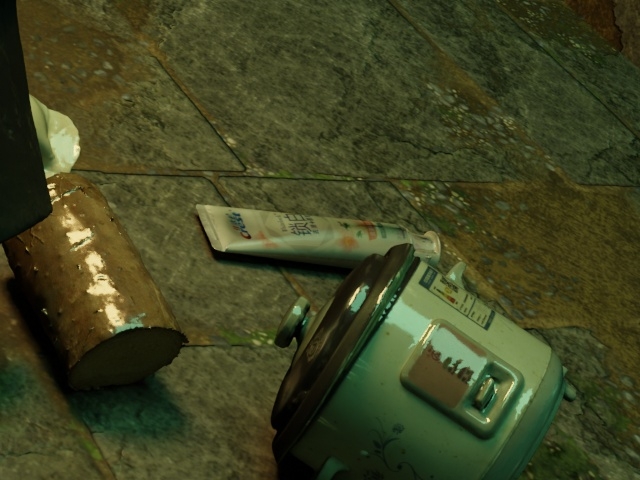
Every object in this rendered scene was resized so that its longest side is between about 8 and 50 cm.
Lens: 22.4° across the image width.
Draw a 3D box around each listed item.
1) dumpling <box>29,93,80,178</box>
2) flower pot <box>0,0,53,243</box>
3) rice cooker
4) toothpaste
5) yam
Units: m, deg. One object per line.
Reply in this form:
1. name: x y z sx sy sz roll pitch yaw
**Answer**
1. dumpling: -0.393 -0.109 1.873 0.229 0.124 0.151 12 68 -17
2. flower pot: -0.425 -0.087 1.588 0.251 0.379 0.379 67 28 -11
3. rice cooker: 0.089 0.155 1.678 0.317 0.264 0.316 3 73 -9
4. toothpaste: 0.000 0.000 2.077 0.323 0.066 0.100 6 34 -25
5. yam: -0.248 0.046 1.712 0.238 0.128 0.129 55 4 33
